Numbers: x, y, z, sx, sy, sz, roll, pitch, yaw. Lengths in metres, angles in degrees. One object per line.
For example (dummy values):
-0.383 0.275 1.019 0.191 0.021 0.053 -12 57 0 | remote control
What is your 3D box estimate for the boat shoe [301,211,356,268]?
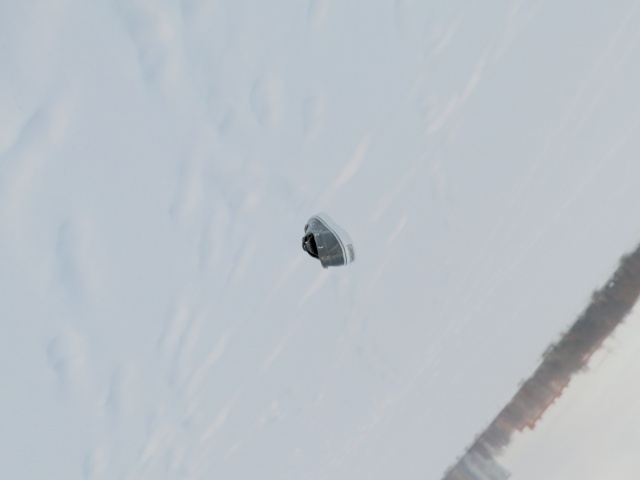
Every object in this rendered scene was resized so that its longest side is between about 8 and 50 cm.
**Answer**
0.000 0.000 0.791 0.040 0.049 0.142 -17 -165 -12 | boat shoe
